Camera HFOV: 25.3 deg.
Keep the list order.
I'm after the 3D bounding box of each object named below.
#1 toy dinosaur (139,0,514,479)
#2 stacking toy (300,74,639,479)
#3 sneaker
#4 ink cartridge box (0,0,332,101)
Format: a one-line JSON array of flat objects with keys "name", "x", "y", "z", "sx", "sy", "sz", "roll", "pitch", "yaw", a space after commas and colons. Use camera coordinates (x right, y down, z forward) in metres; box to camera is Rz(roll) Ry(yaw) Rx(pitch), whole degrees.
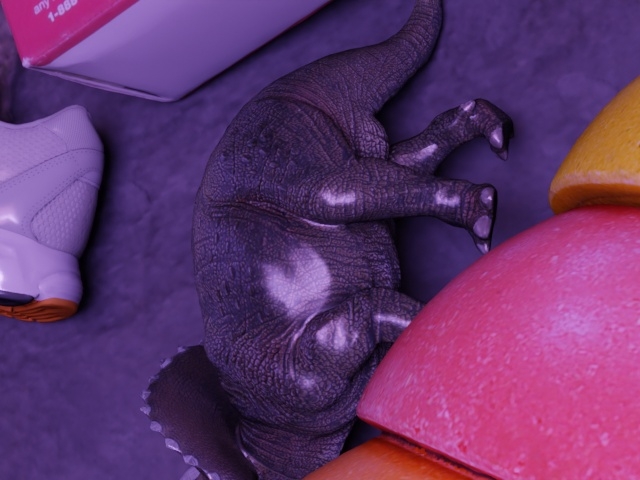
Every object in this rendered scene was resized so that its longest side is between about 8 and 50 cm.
[{"name": "toy dinosaur", "x": 0.000, "y": 0.000, "z": 0.645, "sx": 0.160, "sy": 0.121, "sz": 0.313, "roll": 4, "pitch": 85, "yaw": 12}, {"name": "stacking toy", "x": 0.161, "y": 0.041, "z": 0.474, "sx": 0.351, "sy": 0.350, "sz": 0.479, "roll": 23, "pitch": 85, "yaw": 20}, {"name": "sneaker", "x": -0.229, "y": -0.044, "z": 0.746, "sx": 0.263, "sy": 0.099, "sz": 0.121, "roll": 15, "pitch": 78, "yaw": 12}, {"name": "ink cartridge box", "x": -0.074, "y": -0.254, "z": 0.681, "sx": 0.226, "sy": 0.131, "sz": 0.306, "roll": -31, "pitch": 74, "yaw": 27}]
